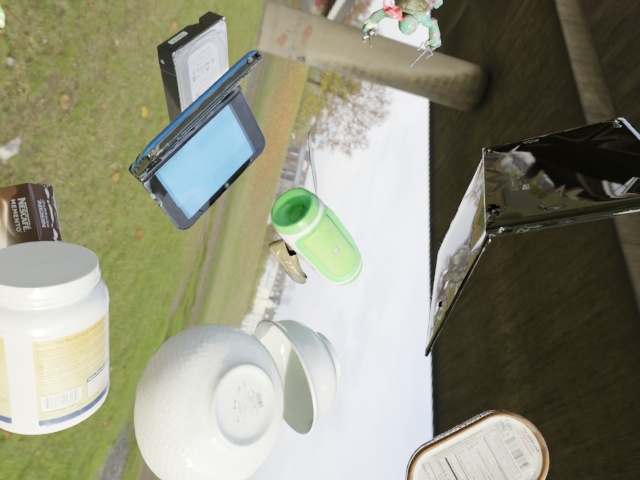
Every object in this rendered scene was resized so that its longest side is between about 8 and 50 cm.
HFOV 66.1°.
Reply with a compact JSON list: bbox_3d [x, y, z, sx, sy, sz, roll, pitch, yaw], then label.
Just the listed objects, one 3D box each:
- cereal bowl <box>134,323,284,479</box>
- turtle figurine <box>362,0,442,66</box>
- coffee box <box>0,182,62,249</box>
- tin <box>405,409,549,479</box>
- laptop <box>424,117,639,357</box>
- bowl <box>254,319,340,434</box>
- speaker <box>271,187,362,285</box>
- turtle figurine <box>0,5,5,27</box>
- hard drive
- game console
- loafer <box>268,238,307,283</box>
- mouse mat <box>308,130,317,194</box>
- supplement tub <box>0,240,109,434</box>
[{"bbox_3d":[-0.197,0.338,1.014,0.141,0.339,0.339,-16,-125,42],"label":"cereal bowl"},{"bbox_3d":[0.194,-0.484,1.068,0.118,0.175,0.234,119,-7,-53],"label":"turtle figurine"},{"bbox_3d":[-0.739,-0.041,1.111,0.098,0.246,0.141,-108,-173,-88],"label":"coffee box"},{"bbox_3d":[0.199,0.292,0.633,0.106,0.189,0.040,62,-1,25],"label":"tin"},{"bbox_3d":[0.378,-0.016,0.897,0.382,0.407,0.237,-61,135,-57],"label":"laptop"},{"bbox_3d":[-0.043,0.319,1.242,0.298,0.134,0.298,34,-47,46],"label":"bowl"},{"bbox_3d":[0.000,0.000,1.199,0.296,0.131,0.131,49,41,-48],"label":"speaker"},{"bbox_3d":[-0.616,-0.301,0.720,0.198,0.274,0.266,-52,170,30],"label":"turtle figurine"},{"bbox_3d":[-0.358,-0.459,1.448,0.237,0.064,0.339,-55,165,-36],"label":"hard drive"},{"bbox_3d":[-0.201,-0.181,0.954,0.293,0.173,0.250,-52,-160,-22],"label":"game console"},{"bbox_3d":[-0.078,0.055,1.310,0.050,0.148,0.056,-36,-161,12],"label":"loafer"},{"bbox_3d":[-0.023,-0.233,1.546,0.153,0.007,0.190,-91,172,-58],"label":"mouse mat"},{"bbox_3d":[-0.532,0.182,0.953,0.228,0.228,0.317,-99,-163,-67],"label":"supplement tub"}]
